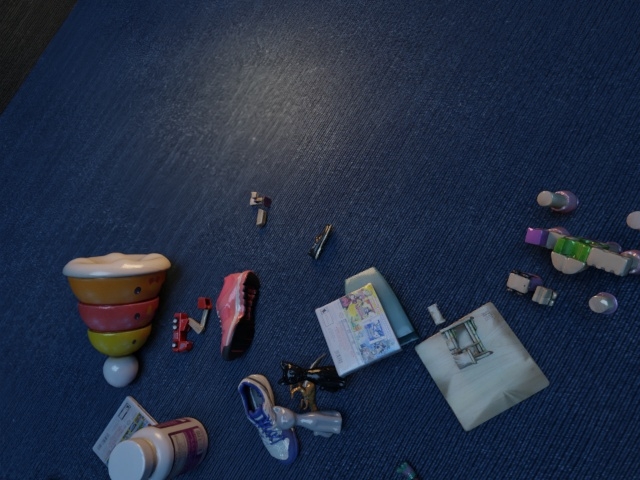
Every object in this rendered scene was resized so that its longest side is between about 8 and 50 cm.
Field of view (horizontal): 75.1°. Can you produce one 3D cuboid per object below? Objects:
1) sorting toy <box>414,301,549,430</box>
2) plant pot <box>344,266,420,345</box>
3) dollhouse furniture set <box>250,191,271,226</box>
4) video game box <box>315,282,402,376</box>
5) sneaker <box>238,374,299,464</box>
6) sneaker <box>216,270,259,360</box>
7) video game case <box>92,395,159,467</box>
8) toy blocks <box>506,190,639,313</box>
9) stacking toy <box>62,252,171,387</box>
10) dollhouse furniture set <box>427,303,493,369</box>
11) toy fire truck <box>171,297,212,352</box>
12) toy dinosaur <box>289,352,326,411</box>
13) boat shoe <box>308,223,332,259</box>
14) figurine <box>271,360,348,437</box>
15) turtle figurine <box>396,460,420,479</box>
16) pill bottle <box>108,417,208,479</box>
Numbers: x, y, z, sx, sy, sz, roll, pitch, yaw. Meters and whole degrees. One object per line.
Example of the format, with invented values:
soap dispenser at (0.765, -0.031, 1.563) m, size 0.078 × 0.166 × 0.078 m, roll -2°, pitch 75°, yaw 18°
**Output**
sorting toy at (0.450, 0.355, 1.190) m, size 0.257 × 0.089 × 0.256 m, roll -33°, pitch 68°, yaw 6°
plant pot at (0.175, 0.214, 1.284) m, size 0.165 × 0.166 × 0.234 m, roll -26°, pitch 64°, yaw 10°
dollhouse furniture set at (-0.250, -0.112, 1.552) m, size 0.081 × 0.091 × 0.114 m, roll 0°, pitch 78°, yaw 33°
video game box at (0.104, 0.251, 1.178) m, size 0.187 × 0.048 × 0.205 m, roll -28°, pitch 61°, yaw 11°
sneaker at (-0.178, 0.569, 1.312) m, size 0.111 × 0.131 × 0.296 m, roll -36°, pitch 69°, yaw 4°
sneaker at (-0.307, 0.261, 1.462) m, size 0.136 × 0.116 × 0.314 m, roll -2°, pitch 68°, yaw 28°
video game case at (-0.687, 0.717, 1.491) m, size 0.206 × 0.026 × 0.227 m, roll 32°, pitch 86°, yaw 23°
toy blocks at (0.738, 0.038, 1.138) m, size 0.288 × 0.260 × 0.309 m, roll 29°, pitch 112°, yaw 50°
stacking toy at (-0.723, 0.292, 1.517) m, size 0.350 × 0.350 × 0.480 m, roll 1°, pitch 95°, yaw 18°
dollhouse furniture set at (0.372, 0.236, 1.111) m, size 0.101 × 0.161 × 0.182 m, roll -28°, pitch 70°, yaw 9°
toy fire truck at (-0.468, 0.309, 1.518) m, size 0.135 × 0.047 × 0.192 m, roll -6°, pitch 74°, yaw 15°
toy dinosaur at (-0.041, 0.471, 1.342) m, size 0.112 × 0.064 × 0.212 m, roll 2°, pitch 79°, yaw -11°
boat shoe at (0.000, 0.000, 1.451) m, size 0.042 × 0.049 × 0.133 m, roll 27°, pitch 89°, yaw 14°
figurine at (-0.039, 0.481, 1.261) m, size 0.209 × 0.092 × 0.215 m, roll 12°, pitch 78°, yaw -15°
turtle figurine at (0.287, 0.734, 1.127) m, size 0.175 × 0.118 × 0.234 m, roll -44°, pitch 51°, yaw -13°
pill bottle at (-0.498, 0.660, 1.295) m, size 0.169 × 0.301 × 0.169 m, roll -5°, pitch 74°, yaw 17°
